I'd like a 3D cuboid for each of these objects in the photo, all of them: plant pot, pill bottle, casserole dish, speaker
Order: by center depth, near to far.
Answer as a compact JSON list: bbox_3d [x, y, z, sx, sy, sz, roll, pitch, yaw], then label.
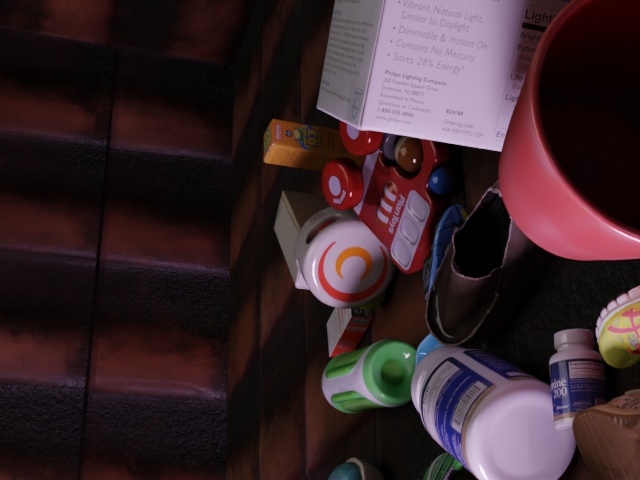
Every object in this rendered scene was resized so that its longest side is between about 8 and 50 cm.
[{"bbox_3d":[0.313,-0.098,1.030,0.243,0.275,0.275,114,160,-76],"label":"plant pot"},{"bbox_3d":[0.317,0.173,1.211,0.067,0.067,0.120,129,144,-63],"label":"pill bottle"},{"bbox_3d":[0.226,0.235,1.355,0.265,0.153,0.153,-150,68,-74],"label":"pill bottle"},{"bbox_3d":[0.207,0.207,1.652,0.188,0.037,0.114,124,149,-58],"label":"casserole dish"},{"bbox_3d":[0.094,0.261,1.865,0.296,0.131,0.131,144,131,-69],"label":"speaker"}]

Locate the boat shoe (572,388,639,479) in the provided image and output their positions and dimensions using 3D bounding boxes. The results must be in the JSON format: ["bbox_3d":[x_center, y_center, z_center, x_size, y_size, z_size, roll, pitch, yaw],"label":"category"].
[{"bbox_3d":[0.363,0.206,1.035,0.104,0.089,0.285,67,162,6],"label":"boat shoe"}]

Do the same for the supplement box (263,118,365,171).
[{"bbox_3d":[-0.009,-0.209,2.231,0.080,0.233,0.078,121,151,-57],"label":"supplement box"}]

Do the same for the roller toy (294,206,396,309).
[{"bbox_3d":[0.049,0.028,2.004,0.146,0.191,0.209,-123,42,-68],"label":"roller toy"}]

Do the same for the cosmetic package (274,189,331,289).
[{"bbox_3d":[0.000,0.000,2.256,0.309,0.160,0.113,-118,38,-62],"label":"cosmetic package"}]

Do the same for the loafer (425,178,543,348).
[{"bbox_3d":[0.224,0.025,1.417,0.134,0.130,0.366,53,140,33],"label":"loafer"}]

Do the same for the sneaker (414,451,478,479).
[{"bbox_3d":[0.204,0.446,1.383,0.146,0.134,0.343,116,156,-49],"label":"sneaker"}]

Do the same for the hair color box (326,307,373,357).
[{"bbox_3d":[0.063,0.177,2.153,0.167,0.053,0.093,113,159,-49],"label":"hair color box"}]

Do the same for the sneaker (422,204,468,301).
[{"bbox_3d":[0.205,0.026,1.675,0.078,0.067,0.188,-129,44,-60],"label":"sneaker"}]

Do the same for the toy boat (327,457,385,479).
[{"bbox_3d":[0.050,0.567,1.857,0.318,0.148,0.267,-112,32,-60],"label":"toy boat"}]

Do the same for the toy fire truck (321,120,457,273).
[{"bbox_3d":[0.152,-0.122,1.817,0.254,0.169,0.302,49,136,36],"label":"toy fire truck"}]

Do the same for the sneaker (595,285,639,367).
[{"bbox_3d":[0.366,0.094,1.047,0.208,0.081,0.094,118,152,-51],"label":"sneaker"}]

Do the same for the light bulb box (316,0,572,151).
[{"bbox_3d":[0.214,-0.304,1.242,0.225,0.358,0.361,-136,56,-69],"label":"light bulb box"}]
